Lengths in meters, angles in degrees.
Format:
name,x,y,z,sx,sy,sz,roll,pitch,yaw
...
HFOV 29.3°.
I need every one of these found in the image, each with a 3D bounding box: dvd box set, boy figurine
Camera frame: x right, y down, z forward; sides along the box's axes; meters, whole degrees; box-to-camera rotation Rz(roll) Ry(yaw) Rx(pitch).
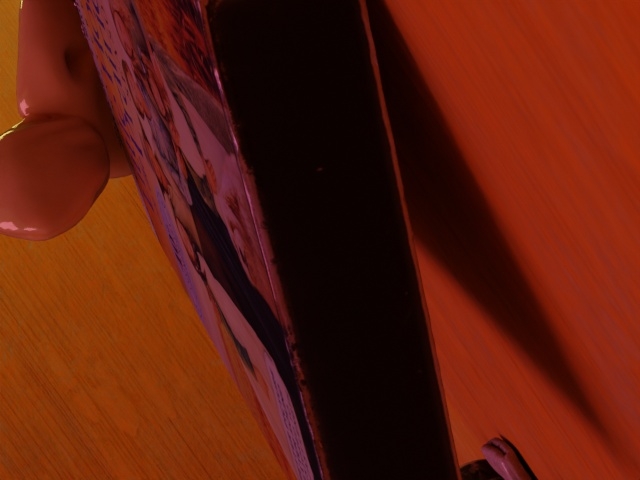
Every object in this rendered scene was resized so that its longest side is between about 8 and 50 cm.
name,x,y,z,sx,sy,sz,roll,pitch,yaw
dvd box set,-0.055,-0.051,0.638,0.420,0.062,0.308,-128,21,-56
boy figurine,-0.170,-0.113,0.897,0.177,0.092,0.285,57,-143,-52

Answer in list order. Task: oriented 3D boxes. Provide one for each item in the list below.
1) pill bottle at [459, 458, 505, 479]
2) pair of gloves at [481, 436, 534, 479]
name,x,y,z,sx,sy,sz,roll,pitch,yaw
pill bottle,0.188,0.344,1.186,0.246,0.130,0.130,53,177,29
pair of gloves,0.202,0.266,0.950,0.204,0.042,0.240,56,178,-12
